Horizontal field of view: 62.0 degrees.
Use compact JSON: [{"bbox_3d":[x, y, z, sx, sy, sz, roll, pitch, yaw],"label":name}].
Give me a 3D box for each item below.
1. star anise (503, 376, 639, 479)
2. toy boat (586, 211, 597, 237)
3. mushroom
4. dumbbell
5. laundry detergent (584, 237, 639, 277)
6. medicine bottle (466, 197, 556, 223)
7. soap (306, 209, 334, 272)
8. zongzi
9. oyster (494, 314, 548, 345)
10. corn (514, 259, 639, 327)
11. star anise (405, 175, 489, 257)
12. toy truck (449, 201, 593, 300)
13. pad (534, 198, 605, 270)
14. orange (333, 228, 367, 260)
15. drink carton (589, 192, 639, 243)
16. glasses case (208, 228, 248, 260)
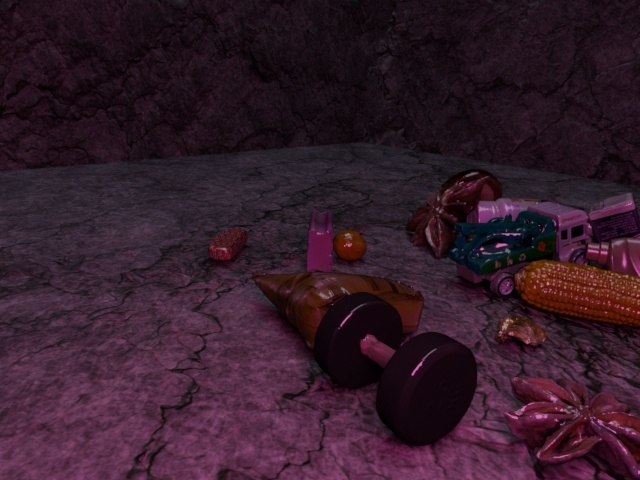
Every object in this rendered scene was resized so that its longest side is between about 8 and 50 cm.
[{"bbox_3d":[0.357,0.251,0.744,0.212,0.073,0.197,7,21,5],"label":"star anise"},{"bbox_3d":[0.827,0.001,1.541,0.090,0.115,0.310,-1,20,-10],"label":"toy boat"},{"bbox_3d":[0.529,-0.165,1.898,0.232,0.194,0.138,10,17,-13],"label":"mushroom"},{"bbox_3d":[0.104,0.181,0.796,0.153,0.152,0.218,-9,21,-32],"label":"dumbbell"},{"bbox_3d":[0.721,0.080,1.197,0.237,0.171,0.076,9,-11,20],"label":"laundry detergent"},{"bbox_3d":[0.583,-0.052,1.613,0.255,0.151,0.152,1,18,-1],"label":"medicine bottle"},{"bbox_3d":[0.000,0.000,1.406,0.066,0.122,0.203,3,16,0],"label":"soap"},{"bbox_3d":[0.032,0.110,1.075,0.260,0.122,0.289,-1,13,-28],"label":"zongzi"},{"bbox_3d":[0.390,0.178,1.055,0.146,0.045,0.122,-4,5,-23],"label":"oyster"},{"bbox_3d":[0.603,0.116,1.138,0.364,0.120,0.120,9,18,16],"label":"corn"},{"bbox_3d":[0.375,-0.064,1.586,0.109,0.292,0.350,30,-18,-21],"label":"star anise"},{"bbox_3d":[0.485,0.015,1.300,0.364,0.177,0.176,-11,20,-18],"label":"toy truck"},{"bbox_3d":[0.702,-0.016,1.484,0.174,0.022,0.233,9,51,-18],"label":"pad"},{"bbox_3d":[0.080,0.014,1.434,0.095,0.085,0.085,20,9,-27],"label":"orange"},{"bbox_3d":[0.750,0.009,1.312,0.102,0.222,0.134,-20,4,30],"label":"drink carton"},{"bbox_3d":[-0.250,0.014,1.440,0.073,0.049,0.194,3,17,7],"label":"glasses case"}]
